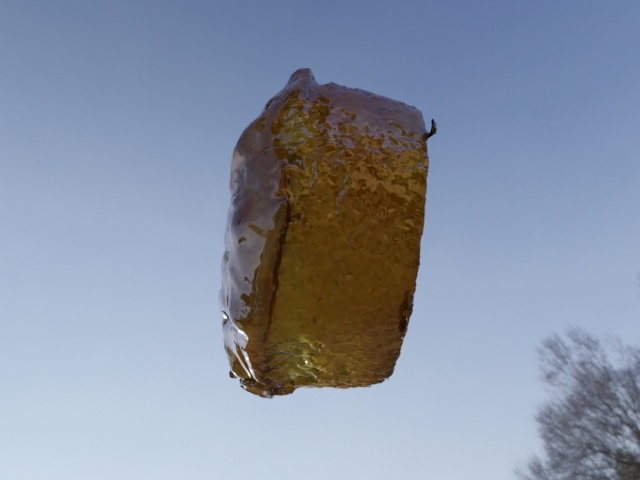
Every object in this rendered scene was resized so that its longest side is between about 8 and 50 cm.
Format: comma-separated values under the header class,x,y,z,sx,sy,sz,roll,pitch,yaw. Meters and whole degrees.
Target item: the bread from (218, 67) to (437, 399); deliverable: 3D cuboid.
class,x,y,z,sx,sy,sz,roll,pitch,yaw
bread,0.000,0.000,0.705,0.215,0.398,0.398,6,-53,2
